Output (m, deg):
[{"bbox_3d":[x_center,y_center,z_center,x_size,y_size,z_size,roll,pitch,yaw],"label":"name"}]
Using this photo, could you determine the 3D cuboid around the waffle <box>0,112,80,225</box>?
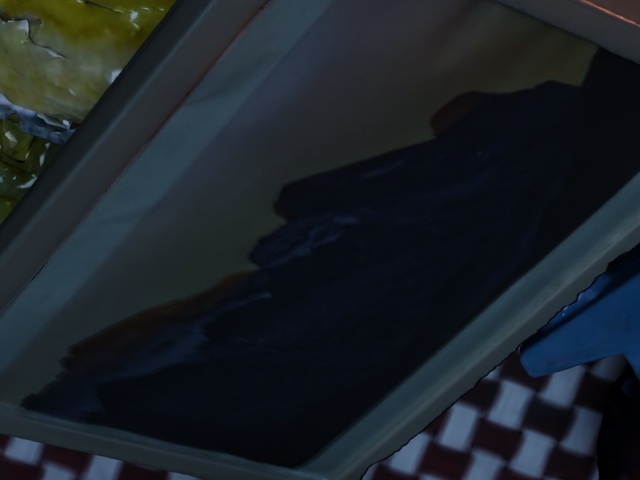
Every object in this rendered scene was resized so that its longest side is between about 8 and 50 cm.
[{"bbox_3d":[-0.037,-0.033,0.678,0.183,0.036,0.169,-26,101,4],"label":"waffle"}]

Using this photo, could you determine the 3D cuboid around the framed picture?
[{"bbox_3d":[0.000,0.001,0.598,0.192,0.018,0.265,17,135,-31],"label":"framed picture"}]

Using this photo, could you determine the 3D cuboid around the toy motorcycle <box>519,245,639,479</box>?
[{"bbox_3d":[0.247,-0.044,0.634,0.416,0.172,0.232,-36,94,17],"label":"toy motorcycle"}]

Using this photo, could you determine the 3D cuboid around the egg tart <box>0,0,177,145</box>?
[{"bbox_3d":[-0.039,-0.137,0.608,0.234,0.094,0.234,-1,83,6],"label":"egg tart"}]
